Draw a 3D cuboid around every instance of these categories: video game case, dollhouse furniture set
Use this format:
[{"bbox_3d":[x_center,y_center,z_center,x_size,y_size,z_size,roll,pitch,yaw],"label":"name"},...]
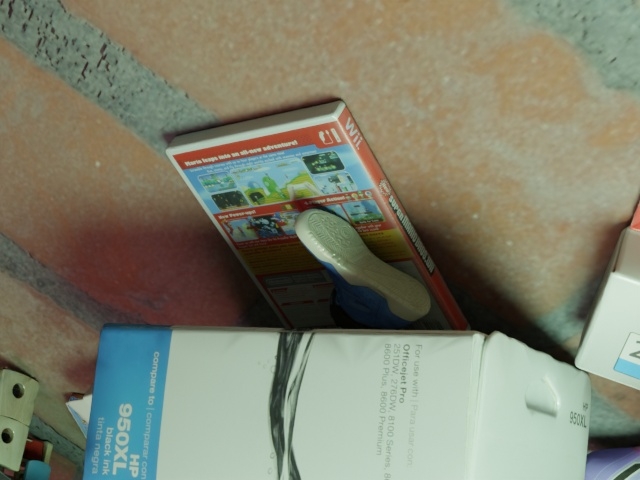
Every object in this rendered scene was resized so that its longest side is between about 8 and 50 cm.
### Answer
[{"bbox_3d":[0.000,0.000,1.073,0.204,0.025,0.285,-7,129,36],"label":"video game case"},{"bbox_3d":[-0.428,0.268,1.553,0.129,0.129,0.184,-9,152,36],"label":"dollhouse furniture set"}]

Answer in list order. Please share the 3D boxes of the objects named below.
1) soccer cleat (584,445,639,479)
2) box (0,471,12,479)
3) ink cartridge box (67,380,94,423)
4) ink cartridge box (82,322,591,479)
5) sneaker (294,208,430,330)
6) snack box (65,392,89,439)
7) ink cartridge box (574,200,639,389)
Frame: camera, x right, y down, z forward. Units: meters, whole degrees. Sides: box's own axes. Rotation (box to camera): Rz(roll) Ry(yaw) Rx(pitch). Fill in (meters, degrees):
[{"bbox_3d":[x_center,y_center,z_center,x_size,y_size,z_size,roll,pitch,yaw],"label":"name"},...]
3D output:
[{"bbox_3d":[0.373,0.223,1.063,0.248,0.083,0.095,8,107,30],"label":"soccer cleat"},{"bbox_3d":[-0.350,0.428,1.512,0.270,0.060,0.216,35,158,6],"label":"box"},{"bbox_3d":[-0.209,0.198,1.371,0.198,0.067,0.115,-19,121,40],"label":"ink cartridge box"},{"bbox_3d":[0.022,0.180,1.047,0.395,0.166,0.285,-2,166,32],"label":"ink cartridge box"},{"bbox_3d":[0.021,0.039,1.035,0.152,0.058,0.084,35,132,-17],"label":"sneaker"},{"bbox_3d":[-0.293,0.282,1.542,0.064,0.022,0.178,7,135,26],"label":"snack box"},{"bbox_3d":[0.379,0.056,0.880,0.296,0.066,0.261,19,140,12],"label":"ink cartridge box"}]
